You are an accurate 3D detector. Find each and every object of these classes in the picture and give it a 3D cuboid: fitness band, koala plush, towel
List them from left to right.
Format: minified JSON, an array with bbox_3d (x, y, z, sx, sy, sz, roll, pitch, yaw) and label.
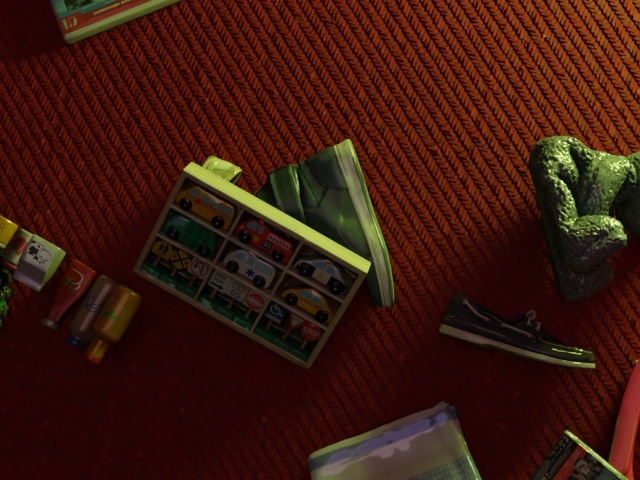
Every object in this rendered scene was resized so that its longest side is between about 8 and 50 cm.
[{"bbox_3d":[0.113,0.349,1.473,0.209,0.034,0.285,-20,53,0],"label":"towel"},{"bbox_3d":[0.393,-0.058,1.521,0.221,0.196,0.203,-14,70,4],"label":"koala plush"},{"bbox_3d":[0.479,0.249,1.503,0.209,0.054,0.291,13,80,18],"label":"fitness band"}]

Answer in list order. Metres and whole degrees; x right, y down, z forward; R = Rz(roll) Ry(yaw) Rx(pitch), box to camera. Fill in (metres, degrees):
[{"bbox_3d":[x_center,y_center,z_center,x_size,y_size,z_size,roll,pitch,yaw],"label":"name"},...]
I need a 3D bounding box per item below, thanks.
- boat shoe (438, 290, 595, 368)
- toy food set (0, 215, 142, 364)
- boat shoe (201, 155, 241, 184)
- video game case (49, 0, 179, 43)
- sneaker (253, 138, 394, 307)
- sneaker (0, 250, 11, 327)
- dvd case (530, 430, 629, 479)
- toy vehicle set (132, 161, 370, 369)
[{"bbox_3d":[0.260,0.118,1.548,0.206,0.075,0.065,15,84,9],"label":"boat shoe"},{"bbox_3d":[-0.353,0.065,1.561,0.232,0.111,0.105,29,82,2],"label":"toy food set"},{"bbox_3d":[-0.157,-0.038,1.603,0.048,0.056,0.153,22,74,10],"label":"boat shoe"},{"bbox_3d":[-0.315,-0.443,1.696,0.204,0.025,0.285,-22,79,-2],"label":"video game case"},{"bbox_3d":[0.000,-0.001,1.575,0.163,0.086,0.226,-19,84,3],"label":"sneaker"},{"bbox_3d":[-0.524,-0.005,1.590,0.146,0.134,0.344,-25,80,18],"label":"sneaker"},{"bbox_3d":[0.335,0.310,1.508,0.119,0.013,0.087,39,117,22],"label":"dvd case"},{"bbox_3d":[-0.090,0.034,1.539,0.266,0.035,0.166,29,115,0],"label":"toy vehicle set"}]
